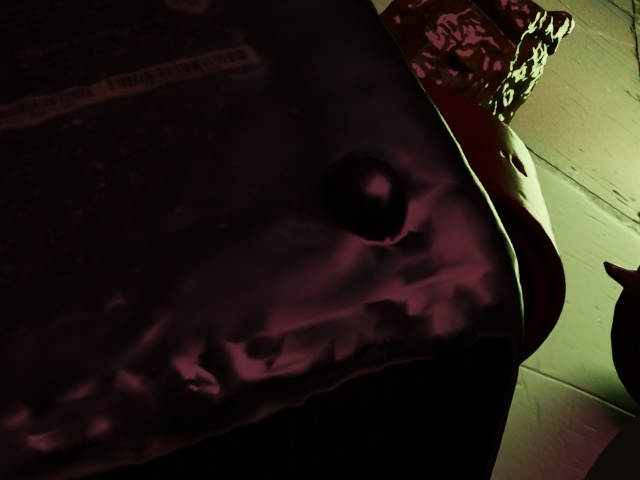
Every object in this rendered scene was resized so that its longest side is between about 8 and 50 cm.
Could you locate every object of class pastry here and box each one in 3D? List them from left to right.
[{"bbox_3d":[0.089,-0.132,1.305,0.132,0.235,0.240,40,19,11],"label":"pastry"}]

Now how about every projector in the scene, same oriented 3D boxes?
[{"bbox_3d":[-0.167,-0.005,0.672,0.395,0.242,0.405,-16,54,-18],"label":"projector"}]

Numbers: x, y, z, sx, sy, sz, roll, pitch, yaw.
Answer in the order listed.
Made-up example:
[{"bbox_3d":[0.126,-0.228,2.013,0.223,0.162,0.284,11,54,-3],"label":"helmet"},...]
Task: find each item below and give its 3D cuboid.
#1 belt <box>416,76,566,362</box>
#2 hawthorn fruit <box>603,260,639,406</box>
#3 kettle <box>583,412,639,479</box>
[{"bbox_3d":[0.000,0.000,1.029,0.323,0.227,0.115,10,36,-11],"label":"belt"},{"bbox_3d":[0.355,0.083,1.335,0.249,0.215,0.215,34,29,-11],"label":"hawthorn fruit"},{"bbox_3d":[0.330,0.287,1.065,0.318,0.265,0.205,30,-2,-16],"label":"kettle"}]
